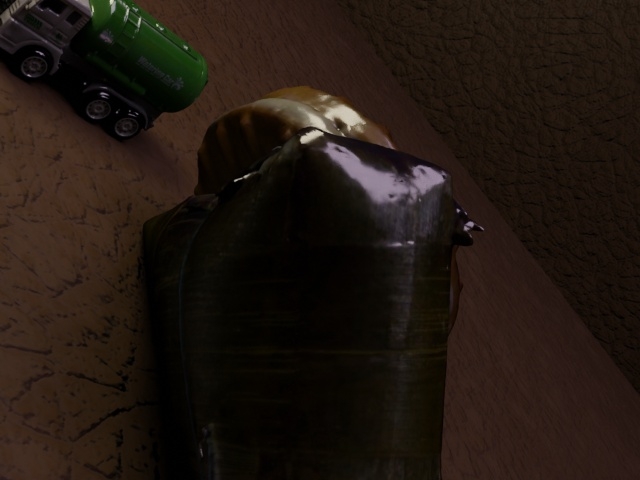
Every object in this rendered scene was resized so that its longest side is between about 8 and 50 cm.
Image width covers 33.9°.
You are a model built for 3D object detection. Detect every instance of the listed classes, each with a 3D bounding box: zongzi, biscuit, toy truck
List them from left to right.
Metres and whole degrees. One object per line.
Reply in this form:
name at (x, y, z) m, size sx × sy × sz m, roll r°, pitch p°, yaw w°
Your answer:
toy truck at (-0.238, -0.210, 1.142) m, size 0.242 × 0.125 × 0.101 m, roll 32°, pitch 28°, yaw -44°
zongzi at (-0.067, 0.138, 0.900) m, size 0.208 × 0.432 × 0.403 m, roll 8°, pitch 80°, yaw -34°
biscuit at (0.000, 0.000, 1.067) m, size 0.103 × 0.332 × 0.332 m, roll -35°, pitch 87°, yaw -32°
